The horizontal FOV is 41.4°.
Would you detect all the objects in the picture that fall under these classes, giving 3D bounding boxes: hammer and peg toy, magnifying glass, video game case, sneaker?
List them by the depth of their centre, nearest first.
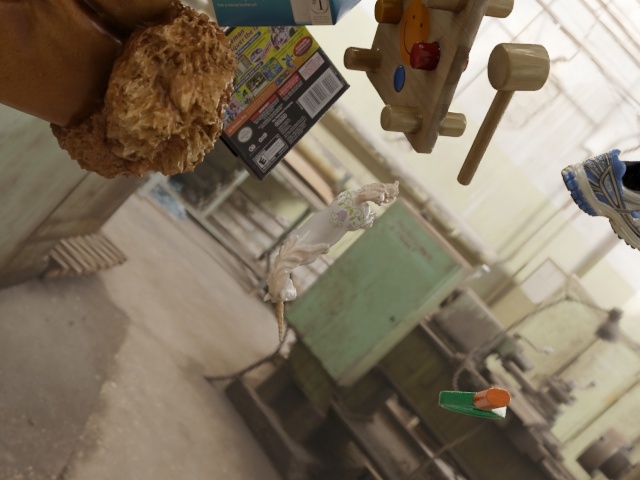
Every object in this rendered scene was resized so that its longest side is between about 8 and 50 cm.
[{"bbox_3d":[0.259,-0.034,0.695,0.135,0.058,0.052,23,45,-37],"label":"sneaker"},{"bbox_3d":[0.208,0.212,1.103,0.092,0.026,0.231,12,-15,3],"label":"magnifying glass"},{"bbox_3d":[0.152,-0.253,1.164,0.128,0.265,0.361,2,38,-21],"label":"hammer and peg toy"},{"bbox_3d":[-0.105,-0.294,1.590,0.248,0.275,0.035,50,-20,-24],"label":"video game case"}]

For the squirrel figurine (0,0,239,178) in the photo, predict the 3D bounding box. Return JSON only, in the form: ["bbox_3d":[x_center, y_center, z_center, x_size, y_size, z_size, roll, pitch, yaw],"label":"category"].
[{"bbox_3d":[-0.216,-0.269,0.985,0.396,0.371,0.281,60,34,-5],"label":"squirrel figurine"}]

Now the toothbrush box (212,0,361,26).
[{"bbox_3d":[-0.071,-0.486,1.288,0.126,0.217,0.295,-53,142,-47],"label":"toothbrush box"}]

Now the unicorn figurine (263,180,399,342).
[{"bbox_3d":[0.000,0.000,0.768,0.060,0.162,0.111,37,13,5],"label":"unicorn figurine"}]
